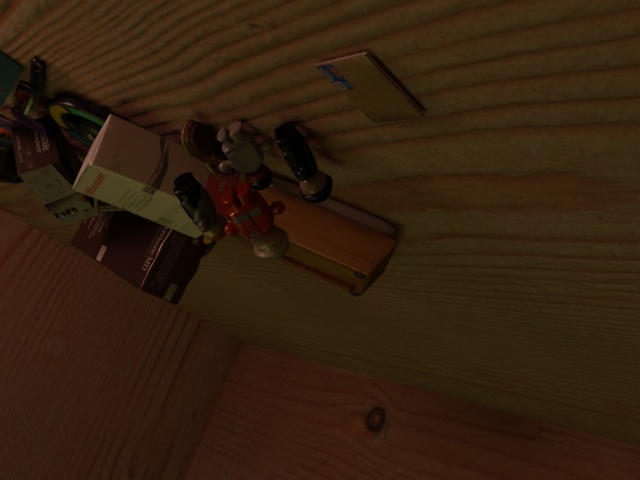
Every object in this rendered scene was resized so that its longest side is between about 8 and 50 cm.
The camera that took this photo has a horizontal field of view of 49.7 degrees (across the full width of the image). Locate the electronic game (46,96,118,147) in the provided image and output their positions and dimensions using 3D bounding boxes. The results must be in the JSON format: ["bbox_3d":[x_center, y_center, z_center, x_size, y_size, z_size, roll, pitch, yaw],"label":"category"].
[{"bbox_3d":[-0.474,-0.230,1.472,0.229,0.048,0.229,22,163,7],"label":"electronic game"}]

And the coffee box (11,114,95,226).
[{"bbox_3d":[-0.631,-0.161,1.648,0.098,0.141,0.247,-19,155,-6],"label":"coffee box"}]

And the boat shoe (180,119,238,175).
[{"bbox_3d":[-0.197,-0.169,1.267,0.060,0.064,0.178,12,167,20],"label":"boat shoe"}]

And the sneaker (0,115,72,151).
[{"bbox_3d":[-0.715,-0.256,1.693,0.221,0.087,0.083,18,136,-30],"label":"sneaker"}]

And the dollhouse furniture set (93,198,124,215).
[{"bbox_3d":[-0.479,-0.153,1.735,0.181,0.161,0.101,-4,128,-19],"label":"dollhouse furniture set"}]

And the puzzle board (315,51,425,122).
[{"bbox_3d":[0.066,-0.197,0.899,0.128,0.011,0.096,37,160,-36],"label":"puzzle board"}]

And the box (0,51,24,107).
[{"bbox_3d":[-0.702,-0.319,1.425,0.244,0.101,0.060,5,157,48],"label":"box"}]

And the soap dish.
[{"bbox_3d":[0.000,0.000,1.407,0.290,0.118,0.229,24,164,5],"label":"soap dish"}]

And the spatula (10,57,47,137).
[{"bbox_3d":[-0.587,-0.290,1.406,0.084,0.030,0.296,33,148,-12],"label":"spatula"}]

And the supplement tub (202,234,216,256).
[{"bbox_3d":[-0.360,-0.003,1.918,0.106,0.106,0.197,33,160,-28],"label":"supplement tub"}]

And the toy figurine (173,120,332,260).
[{"bbox_3d":[-0.110,-0.083,1.138,0.209,0.213,0.148,9,144,40],"label":"toy figurine"}]

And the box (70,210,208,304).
[{"bbox_3d":[-0.486,0.005,1.834,0.381,0.191,0.143,23,174,39],"label":"box"}]

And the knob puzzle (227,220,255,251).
[{"bbox_3d":[-0.145,-0.004,1.746,0.213,0.030,0.213,23,163,7],"label":"knob puzzle"}]

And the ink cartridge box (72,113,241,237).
[{"bbox_3d":[-0.334,-0.122,1.406,0.282,0.117,0.207,23,160,-23],"label":"ink cartridge box"}]

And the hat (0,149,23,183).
[{"bbox_3d":[-0.877,-0.236,1.865,0.331,0.134,0.331,22,164,7],"label":"hat"}]

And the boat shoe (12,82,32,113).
[{"bbox_3d":[-0.643,-0.302,1.494,0.049,0.043,0.137,32,160,-20],"label":"boat shoe"}]
